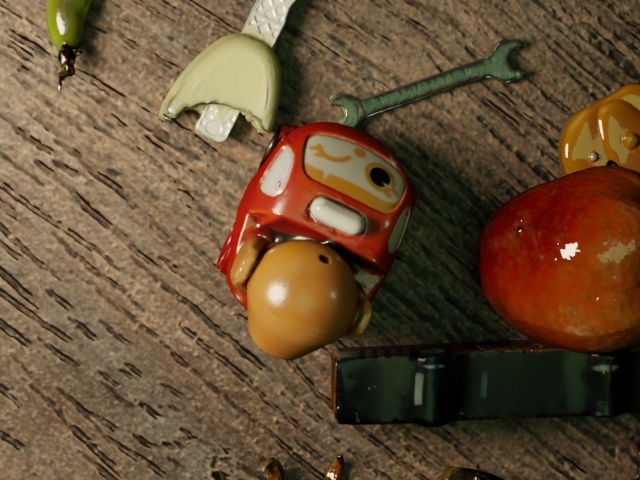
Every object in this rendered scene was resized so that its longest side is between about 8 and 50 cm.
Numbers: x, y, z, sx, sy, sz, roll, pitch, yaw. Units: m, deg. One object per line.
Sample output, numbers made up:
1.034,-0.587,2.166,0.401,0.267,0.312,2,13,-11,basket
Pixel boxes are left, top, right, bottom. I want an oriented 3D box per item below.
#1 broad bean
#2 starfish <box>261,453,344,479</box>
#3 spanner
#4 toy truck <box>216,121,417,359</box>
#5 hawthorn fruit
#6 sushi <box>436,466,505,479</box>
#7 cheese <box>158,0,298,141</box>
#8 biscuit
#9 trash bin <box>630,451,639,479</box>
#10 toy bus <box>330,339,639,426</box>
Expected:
-0.257,-0.328,1.476,0.075,0.067,0.325,20,95,22,broad bean
-0.025,0.365,1.560,0.213,0.057,0.238,15,92,0,starfish
0.125,-0.181,1.551,0.254,0.015,0.054,-19,97,-5,spanner
0.000,0.000,1.440,0.189,0.239,0.265,25,91,-8,toy truck
0.285,0.029,1.494,0.260,0.224,0.224,-4,96,27,hawthorn fruit
0.195,0.399,1.518,0.204,0.200,0.213,36,96,-15,sushi
-0.083,-0.218,1.507,0.127,0.050,0.235,25,90,-5,cheese
0.376,-0.102,1.569,0.170,0.050,0.170,-1,95,-6,biscuit
0.455,0.411,1.547,0.252,0.203,0.302,8,93,-25,trash bin
0.215,0.165,1.551,0.408,0.092,0.093,-1,97,-7,toy bus
